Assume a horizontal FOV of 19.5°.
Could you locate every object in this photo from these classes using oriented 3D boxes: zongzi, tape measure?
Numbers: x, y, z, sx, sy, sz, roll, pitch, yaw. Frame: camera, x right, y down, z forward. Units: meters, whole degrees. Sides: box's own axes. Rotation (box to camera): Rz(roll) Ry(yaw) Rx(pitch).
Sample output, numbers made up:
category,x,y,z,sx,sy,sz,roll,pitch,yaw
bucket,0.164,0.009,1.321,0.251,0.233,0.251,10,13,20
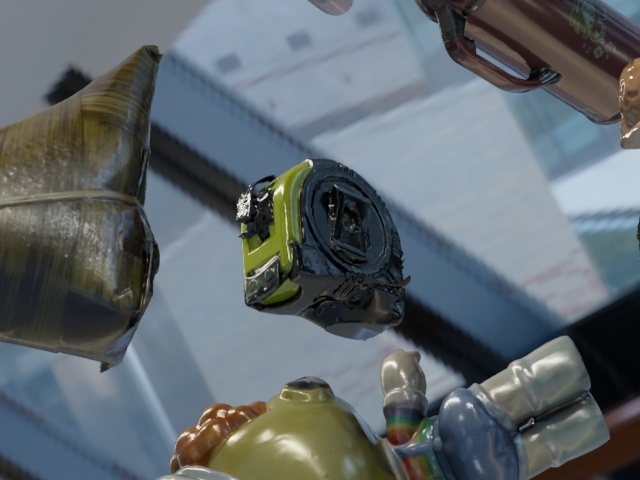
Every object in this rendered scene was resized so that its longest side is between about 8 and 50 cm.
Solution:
category,x,y,z,sx,sy,sz,roll,pitch,yaw
zongzi,-0.263,-0.061,1.500,0.286,0.288,0.134,13,-25,-14
tape measure,0.000,0.000,1.999,0.199,0.186,0.112,21,-42,-37

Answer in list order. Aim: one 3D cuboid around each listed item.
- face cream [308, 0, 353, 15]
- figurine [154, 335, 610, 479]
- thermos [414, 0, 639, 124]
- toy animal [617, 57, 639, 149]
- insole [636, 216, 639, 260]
category,x,y,z,sx,sy,sz,roll,pitch,yaw
face cream,-0.028,-0.300,1.954,0.057,0.084,0.198,-37,-24,13
figurine,0.043,0.186,1.496,0.382,0.224,0.205,-37,19,2
thermos,0.180,-0.219,1.824,0.136,0.330,0.109,-62,32,1
toy animal,0.281,-0.111,1.532,0.184,0.104,0.185,-10,20,-22
insole,0.272,-0.057,1.209,0.110,0.309,0.012,11,11,9
